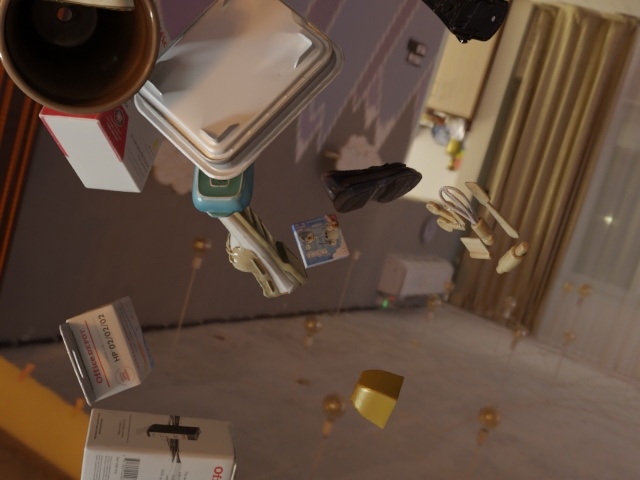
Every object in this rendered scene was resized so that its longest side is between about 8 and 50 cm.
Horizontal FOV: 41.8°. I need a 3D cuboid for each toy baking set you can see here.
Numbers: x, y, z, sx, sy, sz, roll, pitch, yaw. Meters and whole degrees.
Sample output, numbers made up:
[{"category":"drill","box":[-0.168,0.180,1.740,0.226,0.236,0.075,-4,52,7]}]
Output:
[{"category":"toy baking set","box":[0.277,-0.018,1.481,0.197,0.030,0.256,36,164,2]}]

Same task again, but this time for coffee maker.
[{"category":"coffee maker","box":[0.270,-0.503,1.697,0.171,0.120,0.178,29,-157,-46]}]

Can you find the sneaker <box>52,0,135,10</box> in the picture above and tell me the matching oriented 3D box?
[{"category":"sneaker","box":[-0.350,-0.372,1.158,0.192,0.086,0.064,5,-169,-10]}]

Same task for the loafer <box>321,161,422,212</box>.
[{"category":"loafer","box":[0.121,-0.142,1.921,0.302,0.109,0.095,-17,-116,-47]}]

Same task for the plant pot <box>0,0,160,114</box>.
[{"category":"plant pot","box":[-0.425,-0.371,1.431,0.263,0.263,0.229,11,-161,-29]}]

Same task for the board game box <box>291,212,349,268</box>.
[{"category":"board game box","box":[0.000,0.000,1.647,0.090,0.090,0.020,-16,167,-14]}]

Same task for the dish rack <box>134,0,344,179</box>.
[{"category":"dish rack","box":[-0.155,-0.303,1.484,0.285,0.333,0.072,43,174,21]}]

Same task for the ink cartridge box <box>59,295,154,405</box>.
[{"category":"ink cartridge box","box":[-0.260,0.133,1.042,0.062,0.104,0.181,-20,-178,-4]}]

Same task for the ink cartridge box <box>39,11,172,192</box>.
[{"category":"ink cartridge box","box":[-0.487,-0.353,2.043,0.160,0.384,0.279,5,149,16]}]

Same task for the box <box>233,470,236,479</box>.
[{"category":"box","box":[-0.307,0.580,1.945,0.167,0.168,0.203,32,177,-4]}]

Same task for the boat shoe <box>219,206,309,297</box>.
[{"category":"boat shoe","box":[-0.147,0.018,1.780,0.302,0.103,0.113,50,-168,-32]}]

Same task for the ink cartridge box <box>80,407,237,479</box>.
[{"category":"ink cartridge box","box":[-0.308,0.437,1.586,0.273,0.197,0.114,8,-153,-12]}]

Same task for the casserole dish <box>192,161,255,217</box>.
[{"category":"casserole dish","box":[-0.182,-0.134,1.569,0.114,0.188,0.037,1,157,4]}]

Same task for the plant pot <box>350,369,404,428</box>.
[{"category":"plant pot","box":[0.107,0.302,1.650,0.083,0.081,0.081,24,-149,4]}]
